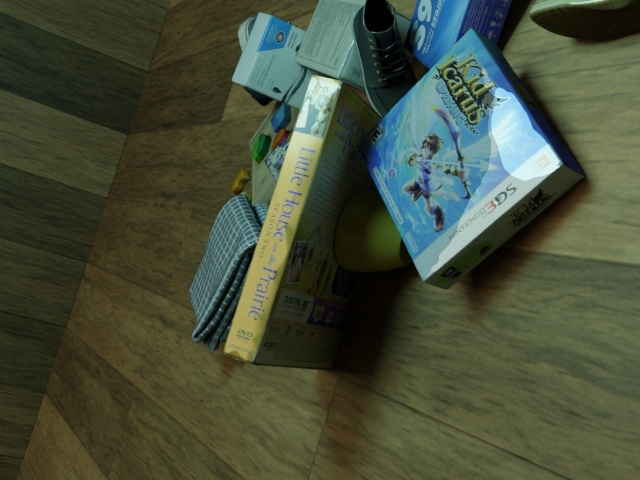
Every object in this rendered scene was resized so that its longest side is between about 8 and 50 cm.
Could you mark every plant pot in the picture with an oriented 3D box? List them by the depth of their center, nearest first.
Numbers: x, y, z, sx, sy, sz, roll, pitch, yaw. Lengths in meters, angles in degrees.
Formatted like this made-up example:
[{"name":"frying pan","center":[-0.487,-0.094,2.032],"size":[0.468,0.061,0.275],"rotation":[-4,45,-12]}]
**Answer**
[{"name":"plant pot","center":[0.098,-0.006,1.349],"size":[0.095,0.134,0.134],"rotation":[17,88,32]}]

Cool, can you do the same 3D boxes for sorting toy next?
[{"name":"sorting toy","center":[-0.130,-0.178,1.964],"size":[0.307,0.041,0.229],"rotation":[-50,33,35]}]

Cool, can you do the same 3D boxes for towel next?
[{"name":"towel","center":[-0.181,0.072,1.812],"size":[0.283,0.121,0.235],"rotation":[-63,27,17]}]

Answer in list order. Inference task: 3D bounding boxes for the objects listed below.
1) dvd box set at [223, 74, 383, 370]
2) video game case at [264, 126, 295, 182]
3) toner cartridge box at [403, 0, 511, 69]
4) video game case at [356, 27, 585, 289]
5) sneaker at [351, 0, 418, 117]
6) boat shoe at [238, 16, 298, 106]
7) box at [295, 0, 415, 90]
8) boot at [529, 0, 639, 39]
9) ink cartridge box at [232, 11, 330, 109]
[{"name":"dvd box set","center":[0.002,-0.009,1.356],"size":[0.062,0.308,0.420],"rotation":[16,88,23]},{"name":"video game case","center":[-0.006,-0.182,1.651],"size":[0.210,0.042,0.232],"rotation":[-47,25,8]},{"name":"toner cartridge box","center":[0.234,-0.425,1.312],"size":[0.165,0.075,0.347],"rotation":[-121,41,-54]},{"name":"video game case","center":[0.190,-0.113,1.190],"size":[0.244,0.061,0.269],"rotation":[-43,51,27]},{"name":"sneaker","center":[0.108,-0.284,1.415],"size":[0.118,0.083,0.222],"rotation":[122,124,-88]},{"name":"boat shoe","center":[-0.095,-0.451,2.022],"size":[0.158,0.127,0.340],"rotation":[-32,37,21]},{"name":"box","center":[0.069,-0.360,1.612],"size":[0.148,0.127,0.232],"rotation":[-66,27,9]},{"name":"boot","center":[0.380,-0.365,1.064],"size":[0.262,0.095,0.203],"rotation":[-3,71,60]},{"name":"ink cartridge box","center":[-0.052,-0.346,1.748],"size":[0.086,0.203,0.148],"rotation":[35,105,60]}]
